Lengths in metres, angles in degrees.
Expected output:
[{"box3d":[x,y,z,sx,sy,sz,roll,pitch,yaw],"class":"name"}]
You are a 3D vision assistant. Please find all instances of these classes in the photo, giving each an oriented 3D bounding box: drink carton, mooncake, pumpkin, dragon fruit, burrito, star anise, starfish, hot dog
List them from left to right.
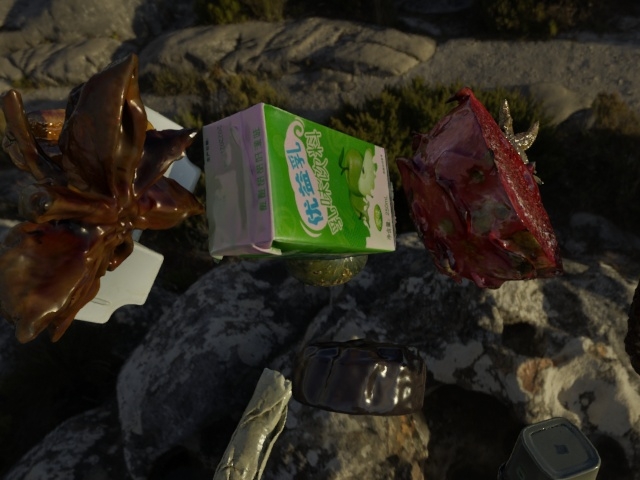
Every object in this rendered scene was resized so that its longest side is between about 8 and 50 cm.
[{"box3d":[-0.200,-0.085,0.474,0.038,0.144,0.062,-26,85,36],"class":"hot dog"},{"box3d":[-0.172,-0.021,0.411,0.111,0.196,0.212,17,84,17],"class":"star anise"},{"box3d":[-0.177,0.520,1.369,0.117,0.076,0.392,18,75,26],"class":"burrito"},{"box3d":[-0.017,-0.054,0.695,0.108,0.271,0.161,-12,79,36],"class":"drink carton"},{"box3d":[0.000,0.000,1.739,0.291,0.327,0.257,-25,28,-23],"class":"pumpkin"},{"box3d":[0.079,0.276,1.139,0.283,0.283,0.141,2,81,16],"class":"mooncake"},{"box3d":[0.286,-0.075,1.039,0.249,0.371,0.386,-29,86,26],"class":"dragon fruit"},{"box3d":[0.525,-0.269,1.493,0.277,0.062,0.236,40,72,-11],"class":"starfish"}]

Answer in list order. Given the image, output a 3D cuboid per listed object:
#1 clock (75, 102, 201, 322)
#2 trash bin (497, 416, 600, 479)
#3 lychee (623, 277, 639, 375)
[{"box3d":[-0.257,-0.046,0.713,0.262,0.116,0.231,-64,24,4],"class":"clock"},{"box3d":[0.627,0.633,1.482,0.219,0.250,0.220,-12,38,-14],"class":"trash bin"},{"box3d":[0.642,0.149,0.880,0.267,0.267,0.267,-7,52,10],"class":"lychee"}]
